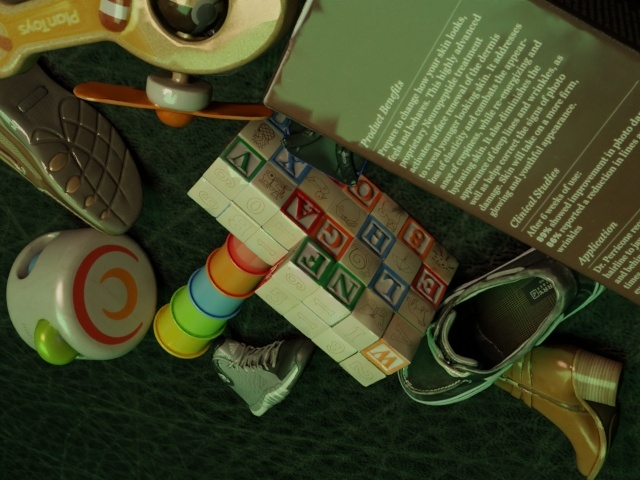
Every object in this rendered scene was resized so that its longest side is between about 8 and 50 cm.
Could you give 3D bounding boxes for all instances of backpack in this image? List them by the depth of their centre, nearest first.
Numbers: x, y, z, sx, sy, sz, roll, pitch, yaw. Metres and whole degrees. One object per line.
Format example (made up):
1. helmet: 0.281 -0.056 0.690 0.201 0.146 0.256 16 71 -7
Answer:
1. backpack: 0.026 -0.138 0.882 0.098 0.101 0.120 26 131 0

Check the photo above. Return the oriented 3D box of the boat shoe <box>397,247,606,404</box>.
1. boat shoe: 0.173 0.099 0.983 0.121 0.119 0.335 55 135 16

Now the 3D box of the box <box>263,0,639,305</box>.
1. box: 0.168 -0.123 0.720 0.381 0.143 0.191 28 127 -5

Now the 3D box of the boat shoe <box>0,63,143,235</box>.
1. boat shoe: -0.363 -0.135 1.141 0.324 0.123 0.116 50 144 -9

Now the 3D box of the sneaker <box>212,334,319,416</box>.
1. sneaker: -0.098 0.179 1.291 0.132 0.086 0.228 37 141 -1

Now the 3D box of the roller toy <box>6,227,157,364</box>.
1. roller toy: -0.350 0.078 1.275 0.146 0.209 0.191 -4 88 35

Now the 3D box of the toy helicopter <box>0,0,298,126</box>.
1. toy helicopter: -0.186 -0.203 0.813 0.355 0.140 0.235 -7 111 22

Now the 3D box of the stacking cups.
1. stacking cups: -0.138 0.054 1.194 0.096 0.096 0.316 37 137 -3

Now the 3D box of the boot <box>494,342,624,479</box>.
1. boot: 0.287 0.200 1.070 0.152 0.073 0.197 13 125 27

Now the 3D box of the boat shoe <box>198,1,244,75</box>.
1. boat shoe: -0.193 -0.270 0.898 0.302 0.094 0.109 41 98 0

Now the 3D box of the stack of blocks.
1. stack of blocks: 0.000 0.000 0.981 0.297 0.171 0.087 42 139 -9
